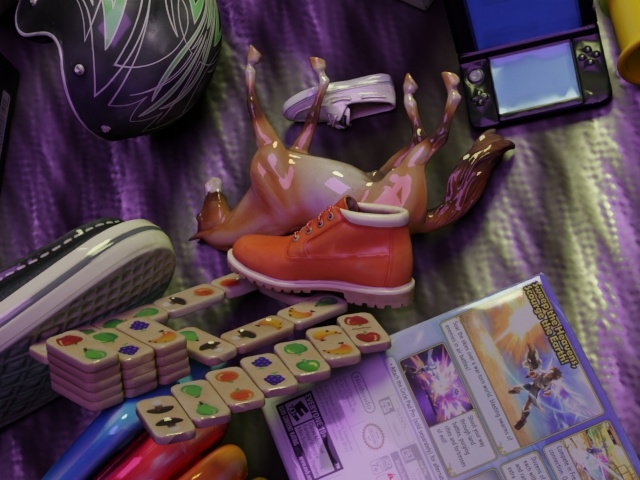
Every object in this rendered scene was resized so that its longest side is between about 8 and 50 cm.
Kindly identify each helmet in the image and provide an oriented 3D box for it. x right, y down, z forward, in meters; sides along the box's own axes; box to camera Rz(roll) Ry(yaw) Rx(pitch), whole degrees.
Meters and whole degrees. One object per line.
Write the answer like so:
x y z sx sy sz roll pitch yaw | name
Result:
-0.166 -0.174 1.271 0.161 0.169 0.169 36 83 38 | helmet

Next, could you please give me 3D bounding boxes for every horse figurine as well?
0.024 -0.062 1.223 0.263 0.066 0.175 9 89 11 | horse figurine

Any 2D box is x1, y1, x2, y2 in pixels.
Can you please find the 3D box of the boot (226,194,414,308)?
0.000 0.000 1.178 0.157 0.059 0.085 6 112 15 | boot

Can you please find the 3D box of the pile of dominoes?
-0.079 0.065 1.106 0.196 0.251 0.040 20 120 44 | pile of dominoes

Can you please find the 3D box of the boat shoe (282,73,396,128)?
0.017 -0.114 1.269 0.100 0.035 0.035 -12 65 3 | boat shoe

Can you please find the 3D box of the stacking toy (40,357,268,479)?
-0.067 0.249 1.114 0.302 0.175 0.166 46 118 7 | stacking toy

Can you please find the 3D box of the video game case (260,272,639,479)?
0.113 0.191 1.102 0.244 0.061 0.270 -22 67 -3 | video game case

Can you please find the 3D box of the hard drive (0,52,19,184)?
-0.461 -0.062 1.363 0.338 0.064 0.237 1 71 16 | hard drive

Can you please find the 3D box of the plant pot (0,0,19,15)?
-0.277 -0.409 1.323 0.280 0.323 0.323 -37 65 -15 | plant pot

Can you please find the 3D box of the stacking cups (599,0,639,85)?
0.262 -0.288 1.241 0.096 0.096 0.316 -14 65 10 | stacking cups

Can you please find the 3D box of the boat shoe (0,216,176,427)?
-0.350 0.104 1.211 0.500 0.187 0.156 -31 72 8 | boat shoe

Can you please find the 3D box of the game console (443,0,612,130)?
0.172 -0.162 1.223 0.122 0.071 0.107 -12 68 11 | game console

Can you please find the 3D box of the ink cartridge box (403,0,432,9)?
0.015 -0.360 1.298 0.278 0.117 0.201 27 78 17 | ink cartridge box
